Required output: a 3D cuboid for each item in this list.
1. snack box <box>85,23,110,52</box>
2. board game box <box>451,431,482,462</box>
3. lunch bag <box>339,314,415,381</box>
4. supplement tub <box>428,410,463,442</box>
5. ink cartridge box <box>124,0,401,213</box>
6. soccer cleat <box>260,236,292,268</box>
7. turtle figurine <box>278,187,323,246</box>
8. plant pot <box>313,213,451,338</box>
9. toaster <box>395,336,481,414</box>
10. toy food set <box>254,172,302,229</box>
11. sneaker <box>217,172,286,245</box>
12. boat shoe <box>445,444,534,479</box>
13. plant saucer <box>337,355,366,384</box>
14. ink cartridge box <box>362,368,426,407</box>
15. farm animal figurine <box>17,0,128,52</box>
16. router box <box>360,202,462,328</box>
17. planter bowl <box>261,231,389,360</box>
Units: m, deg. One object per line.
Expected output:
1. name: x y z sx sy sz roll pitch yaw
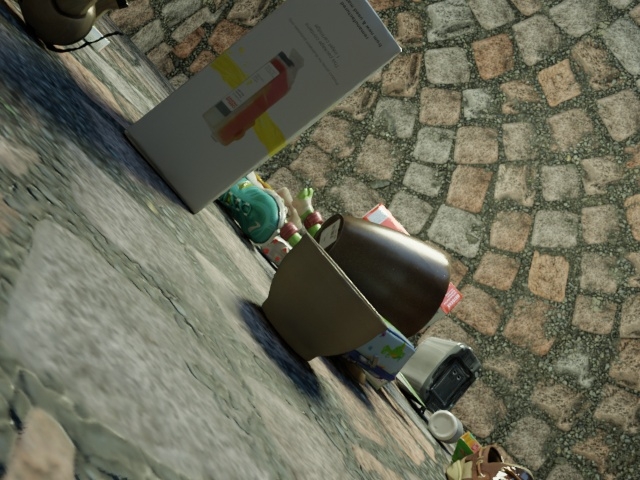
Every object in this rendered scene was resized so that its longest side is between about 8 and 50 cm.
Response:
1. snack box: -0.525 -0.480 1.444 0.100 0.037 0.141 48 0 30
2. board game box: 0.332 0.480 1.412 0.124 0.039 0.259 50 -10 25
3. lunch bag: 0.050 0.140 1.148 0.176 0.090 0.219 39 0 -38
4. supplement tub: 0.306 0.456 1.640 0.071 0.071 0.107 50 1 28
5. ink cartridge box: -0.090 -0.226 1.071 0.160 0.385 0.279 52 1 -9
6. soccer cleat: -0.044 0.062 1.363 0.196 0.068 0.076 46 0 -3
7. turtle figurine: 0.000 0.000 1.533 0.266 0.198 0.274 57 0 14
8. plant pot: 0.098 0.051 1.321 0.230 0.215 0.215 34 7 -23
9. toaster: 0.301 0.358 1.778 0.129 0.227 0.146 50 -17 -24
10. toy food set: -0.175 -0.170 1.839 0.306 0.092 0.219 43 -13 25
11. sneaker: -0.165 -0.081 1.332 0.110 0.107 0.275 20 18 -46
12. boat shoe: 0.300 0.421 1.125 0.123 0.123 0.342 49 1 5
13. plant saucer: 0.056 0.219 1.192 0.083 0.015 0.083 50 1 -1
14. ink cartridge box: 0.104 0.241 1.364 0.235 0.056 0.171 52 0 -28
15. farm animal figurine: -0.400 -0.402 0.932 0.326 0.172 0.330 62 -5 9
16. router box: 0.144 0.114 1.700 0.301 0.082 0.335 50 -39 4
17. planter bowl: -0.005 0.085 0.865 0.162 0.109 0.162 49 2 -2
